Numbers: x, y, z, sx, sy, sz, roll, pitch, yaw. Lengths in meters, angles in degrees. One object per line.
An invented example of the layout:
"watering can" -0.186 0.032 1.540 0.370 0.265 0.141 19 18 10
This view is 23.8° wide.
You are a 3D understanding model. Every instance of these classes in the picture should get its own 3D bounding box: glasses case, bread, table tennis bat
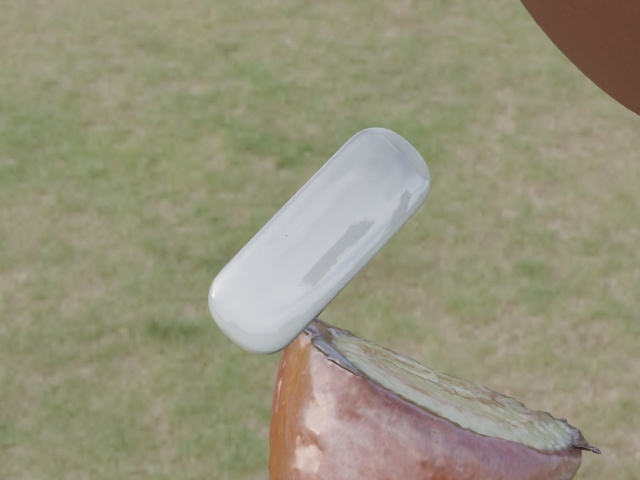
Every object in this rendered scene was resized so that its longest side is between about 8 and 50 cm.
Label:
"glasses case" 0.000 0.000 0.932 0.164 0.063 0.041 -47 1 -10
"bread" 0.075 0.158 1.112 0.244 0.123 0.190 21 8 -5
"table tennis bat" 0.141 -0.190 0.917 0.038 0.310 0.200 -39 10 -12
